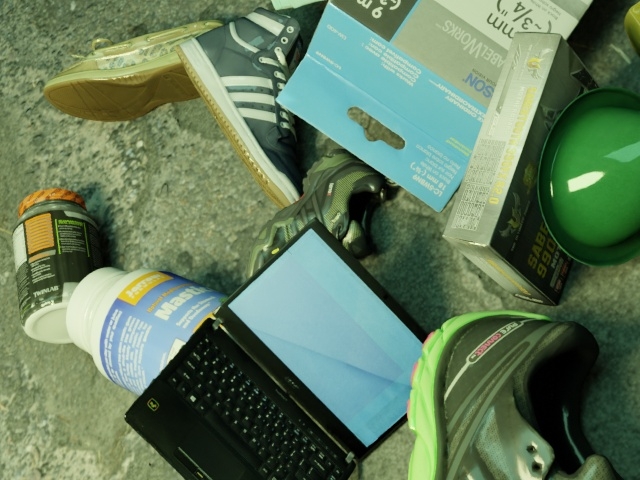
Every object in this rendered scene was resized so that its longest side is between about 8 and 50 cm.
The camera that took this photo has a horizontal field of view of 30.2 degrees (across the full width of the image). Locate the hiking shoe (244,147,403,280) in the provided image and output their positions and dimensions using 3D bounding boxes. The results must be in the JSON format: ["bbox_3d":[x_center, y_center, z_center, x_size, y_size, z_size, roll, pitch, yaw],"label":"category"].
[{"bbox_3d":[0.000,0.000,1.393,0.114,0.086,0.227,29,85,42],"label":"hiking shoe"}]

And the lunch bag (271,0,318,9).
[{"bbox_3d":[0.055,-0.411,1.503,0.223,0.160,0.262,-3,62,31],"label":"lunch bag"}]

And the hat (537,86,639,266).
[{"bbox_3d":[0.332,-0.070,1.116,0.183,0.173,0.208,8,75,64],"label":"hat"}]

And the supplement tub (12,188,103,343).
[{"bbox_3d":[-0.350,0.032,1.588,0.117,0.117,0.190,-27,56,20],"label":"supplement tub"}]

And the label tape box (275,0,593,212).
[{"bbox_3d":[0.137,-0.234,1.324,0.241,0.106,0.333,34,89,1],"label":"label tape box"}]

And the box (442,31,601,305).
[{"bbox_3d":[0.223,-0.070,1.219,0.056,0.183,0.231,12,75,36],"label":"box"}]

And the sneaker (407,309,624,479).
[{"bbox_3d":[0.186,0.281,1.081,0.202,0.185,0.482,-14,63,32],"label":"sneaker"}]

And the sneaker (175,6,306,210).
[{"bbox_3d":[-0.056,-0.177,1.504,0.153,0.099,0.282,-31,68,-7],"label":"sneaker"}]

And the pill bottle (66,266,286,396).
[{"bbox_3d":[-0.176,0.119,1.411,0.272,0.152,0.152,19,80,37],"label":"pill bottle"}]

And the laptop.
[{"bbox_3d":[-0.022,0.157,1.220,0.136,0.234,0.264,-38,9,43],"label":"laptop"}]

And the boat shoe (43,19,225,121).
[{"bbox_3d":[-0.256,-0.239,1.671,0.285,0.104,0.089,-7,59,19],"label":"boat shoe"}]

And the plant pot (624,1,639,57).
[{"bbox_3d":[0.370,-0.224,1.256,0.081,0.083,0.081,-34,53,16],"label":"plant pot"}]
